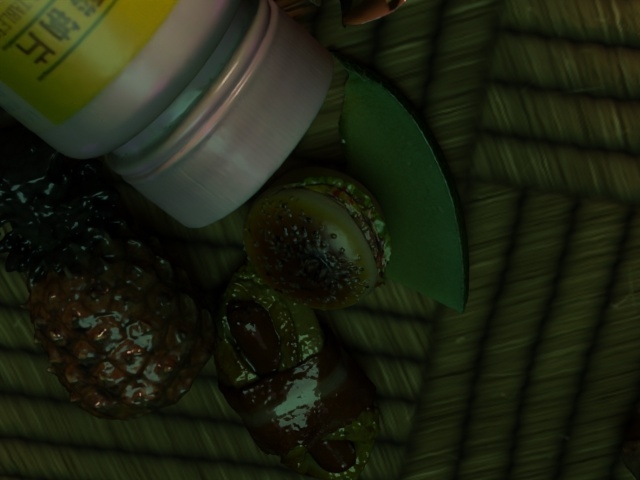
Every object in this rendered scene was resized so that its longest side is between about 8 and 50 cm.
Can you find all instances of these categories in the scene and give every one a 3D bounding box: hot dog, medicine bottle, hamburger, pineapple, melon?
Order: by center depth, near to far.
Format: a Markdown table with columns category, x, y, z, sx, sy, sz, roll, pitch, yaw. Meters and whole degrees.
| category | x | y | z | sx | sy | sz | roll | pitch | yaw |
| --- | --- | --- | --- | --- | --- | --- | --- | --- | --- |
| medicine bottle | -0.187 | -0.193 | 1.500 | 0.379 | 0.213 | 0.213 | 39 | 117 | -22 |
| hamburger | 0.000 | 0.000 | 1.684 | 0.141 | 0.081 | 0.126 | -9 | 120 | 28 |
| pineapple | -0.202 | 0.011 | 1.694 | 0.158 | 0.158 | 0.278 | -23 | 107 | 16 |
| melon | 0.061 | -0.056 | 1.696 | 0.114 | 0.053 | 0.261 | -4 | 122 | 29 |
| hot dog | -0.023 | 0.139 | 1.787 | 0.123 | 0.093 | 0.261 | -27 | 119 | 18 |

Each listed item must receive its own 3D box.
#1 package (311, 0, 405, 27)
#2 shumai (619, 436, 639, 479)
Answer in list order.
| category | x | y | z | sx | sy | sz | roll | pitch | yaw |
| --- | --- | --- | --- | --- | --- | --- | --- | --- | --- |
| package | 0.021 | -0.292 | 1.368 | 0.221 | 0.311 | 0.165 | -27 | 117 | 17 |
| shumai | 0.339 | 0.208 | 1.823 | 0.087 | 0.099 | 0.124 | -40 | 153 | 9 |
